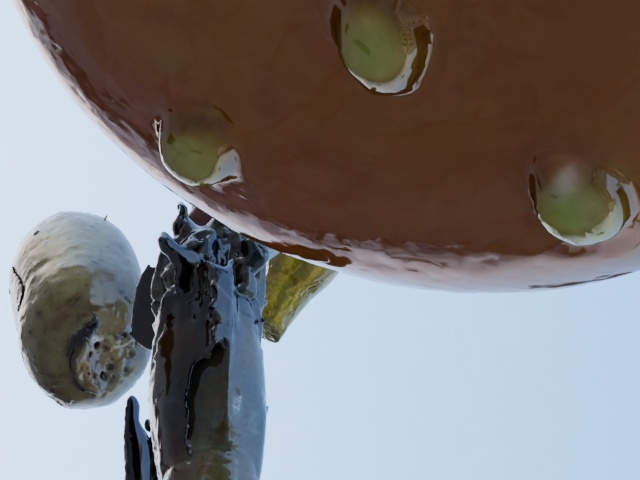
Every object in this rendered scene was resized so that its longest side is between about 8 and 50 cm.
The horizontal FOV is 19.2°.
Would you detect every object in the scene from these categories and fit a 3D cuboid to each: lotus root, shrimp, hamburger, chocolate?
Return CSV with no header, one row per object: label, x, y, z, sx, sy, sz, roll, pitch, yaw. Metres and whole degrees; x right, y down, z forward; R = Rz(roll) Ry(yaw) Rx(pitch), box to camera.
lotus root,-0.248,0.065,1.956,0.284,0.146,0.160,-124,-138,-60
shrimp,-0.076,0.124,1.088,0.178,0.075,0.289,131,-40,-55
hamburger,0.062,-0.170,0.730,0.395,0.277,0.396,15,-49,18
chocolate,0.000,0.000,1.811,0.085,0.219,0.086,26,-22,12

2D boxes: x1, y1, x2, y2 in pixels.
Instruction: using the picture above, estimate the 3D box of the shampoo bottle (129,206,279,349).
shampoo bottle,-0.065,-0.021,1.620,0.071,0.284,0.153,30,-42,21
